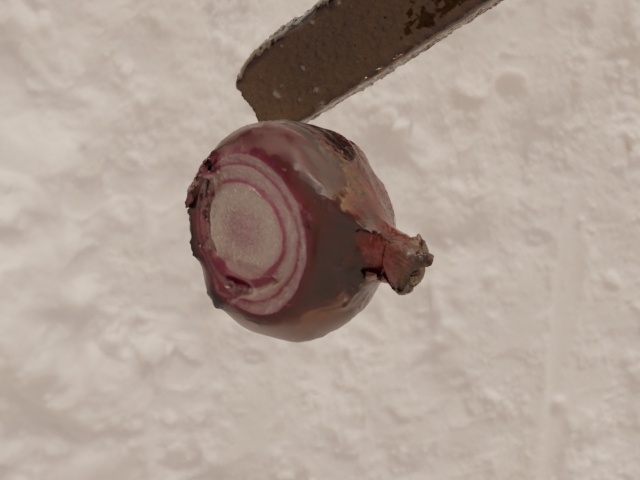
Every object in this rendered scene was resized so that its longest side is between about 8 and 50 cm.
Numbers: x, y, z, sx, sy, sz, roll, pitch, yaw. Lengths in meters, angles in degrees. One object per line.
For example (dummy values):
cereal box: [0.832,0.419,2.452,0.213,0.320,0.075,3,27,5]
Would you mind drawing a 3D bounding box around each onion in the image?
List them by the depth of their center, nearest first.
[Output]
onion: [0.008,-0.006,0.724,0.198,0.135,0.173,14,118,28]

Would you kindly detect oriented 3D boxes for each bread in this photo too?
bread: [0.103,-0.256,0.983,0.417,0.165,0.113,-29,93,34]
